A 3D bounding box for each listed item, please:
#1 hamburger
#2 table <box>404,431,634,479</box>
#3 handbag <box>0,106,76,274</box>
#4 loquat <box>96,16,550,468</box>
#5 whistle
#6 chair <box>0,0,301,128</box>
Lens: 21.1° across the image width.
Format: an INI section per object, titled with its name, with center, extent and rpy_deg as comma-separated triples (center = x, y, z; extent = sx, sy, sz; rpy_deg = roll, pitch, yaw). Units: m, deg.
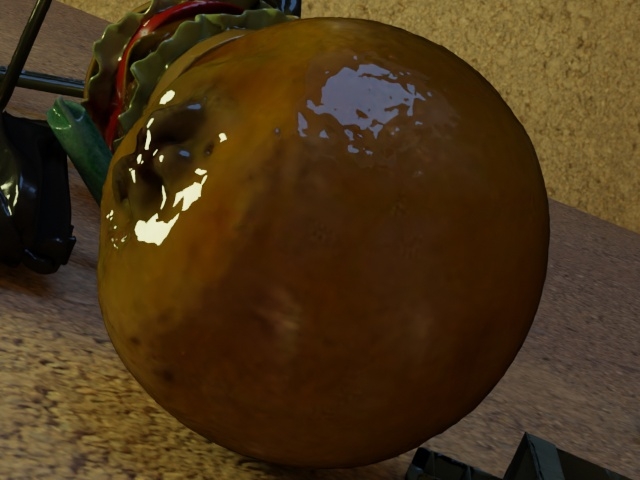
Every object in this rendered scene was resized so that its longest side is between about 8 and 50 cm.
[hamburger]
center = -0.123, -0.140, 1.829
extent = 0.274, 0.274, 0.212
rpy_deg = 12, 16, -37
[table]
center = 0.153, 0.190, 1.220
extent = 0.175, 0.062, 0.146
rpy_deg = 22, 11, -2
[handbag]
center = -0.348, -0.062, 1.458
extent = 0.285, 0.113, 0.257
rpy_deg = 17, 18, -19
[loquat]
center = 0.000, 0.000, 1.196
extent = 0.328, 0.328, 0.328
rpy_deg = 19, 11, -4
[whistle]
center = -0.190, -0.046, 1.549
extent = 0.186, 0.039, 0.039
rpy_deg = 58, 11, -3
[chair]
center = -0.268, -0.272, 2.056
extent = 0.410, 0.362, 0.364
rpy_deg = 20, 9, -28
